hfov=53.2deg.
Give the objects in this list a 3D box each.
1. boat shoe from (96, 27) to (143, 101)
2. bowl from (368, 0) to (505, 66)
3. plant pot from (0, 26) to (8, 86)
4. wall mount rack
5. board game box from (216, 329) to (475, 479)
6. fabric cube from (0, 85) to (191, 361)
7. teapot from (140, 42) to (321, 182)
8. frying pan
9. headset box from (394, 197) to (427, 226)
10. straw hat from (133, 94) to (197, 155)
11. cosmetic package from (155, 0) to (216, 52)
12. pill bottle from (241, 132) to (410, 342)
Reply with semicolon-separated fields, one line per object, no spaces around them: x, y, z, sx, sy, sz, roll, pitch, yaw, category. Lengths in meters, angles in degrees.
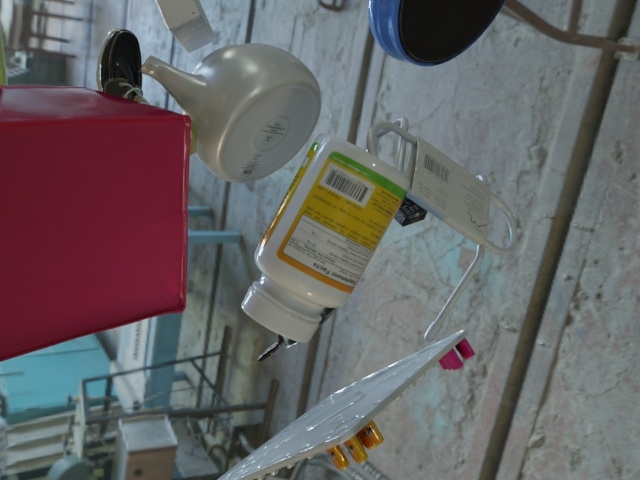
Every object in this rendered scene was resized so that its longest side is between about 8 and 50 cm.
-0.313;-0.226;1.037;0.079;0.084;0.233;6;94;39;boat shoe
0.272;-0.543;1.328;0.077;0.391;0.391;46;128;31;bowl
-0.664;-0.284;1.085;0.207;0.227;0.228;24;119;38;plant pot
0.165;-0.022;1.042;0.130;0.350;0.304;-26;42;48;wall mount rack
0.036;0.309;1.086;0.390;0.390;0.050;-37;81;39;board game box
-0.333;-0.042;0.766;0.258;0.254;0.259;22;114;40;fabric cube
-0.132;-0.235;1.076;0.187;0.252;0.256;47;163;24;teapot
-0.055;0.219;1.699;0.053;0.197;0.326;49;147;-7;frying pan
0.163;-0.071;1.270;0.083;0.062;0.032;46;138;31;headset box
-0.210;-0.150;0.924;0.144;0.061;0.144;-17;-90;-84;straw hat
-0.253;-0.438;1.045;0.099;0.060;0.239;52;-166;-82;cosmetic package
0.000;0.000;0.819;0.136;0.136;0.245;33;95;50;pill bottle
